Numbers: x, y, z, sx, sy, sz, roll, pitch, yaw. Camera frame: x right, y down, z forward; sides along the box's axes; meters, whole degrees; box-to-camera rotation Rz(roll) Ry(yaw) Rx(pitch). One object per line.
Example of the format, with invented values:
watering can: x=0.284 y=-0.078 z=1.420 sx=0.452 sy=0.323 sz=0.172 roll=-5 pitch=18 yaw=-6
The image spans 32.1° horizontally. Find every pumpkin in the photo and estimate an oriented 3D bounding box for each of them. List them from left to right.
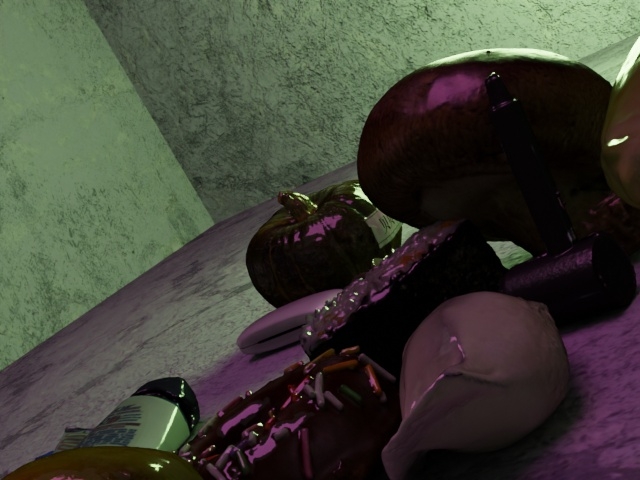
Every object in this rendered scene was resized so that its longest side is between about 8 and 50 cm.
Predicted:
pumpkin: x=-0.002 y=-0.003 z=1.709 sx=0.260 sy=0.189 sz=0.260 roll=-31 pitch=8 yaw=5

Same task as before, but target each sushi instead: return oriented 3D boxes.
sushi: x=0.092 y=0.077 z=1.149 sx=0.225 sy=0.126 sz=0.136 roll=-32 pitch=9 yaw=-3

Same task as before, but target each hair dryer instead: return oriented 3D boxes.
hair dryer: x=0.195 y=-0.037 z=1.055 sx=0.114 sy=0.248 sz=0.071 roll=-25 pitch=0 yaw=37

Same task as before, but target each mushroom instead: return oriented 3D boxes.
mushroom: x=0.205 y=-0.093 z=1.244 sx=0.345 sy=0.345 sz=0.239 roll=-19 pitch=38 yaw=53

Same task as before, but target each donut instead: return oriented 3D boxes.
donut: x=-0.042 y=0.191 z=0.971 sx=0.270 sy=0.103 sz=0.269 roll=-33 pitch=6 yaw=4

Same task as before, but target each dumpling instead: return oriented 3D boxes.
dumpling: x=0.118 y=0.119 z=0.899 sx=0.166 sy=0.126 sz=0.215 roll=-55 pitch=10 yaw=29

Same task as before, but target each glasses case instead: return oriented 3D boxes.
glasses case: x=-0.040 y=0.118 z=1.602 sx=0.193 sy=0.049 sz=0.074 roll=-25 pitch=10 yaw=34

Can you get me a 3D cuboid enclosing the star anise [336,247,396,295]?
star anise: x=0.106 y=0.054 z=1.407 sx=0.197 sy=0.073 sz=0.212 roll=-40 pitch=16 yaw=-34

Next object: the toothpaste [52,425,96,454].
toothpaste: x=-0.325 y=0.294 z=1.354 sx=0.056 sy=0.036 sz=0.205 roll=0 pitch=29 yaw=14

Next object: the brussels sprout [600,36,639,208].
brussels sprout: x=0.381 y=-0.106 z=0.865 sx=0.344 sy=0.268 sz=0.344 roll=-50 pitch=11 yaw=14

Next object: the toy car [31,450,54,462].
toy car: x=-0.361 y=0.321 z=1.442 sx=0.103 sy=0.063 sz=0.216 roll=-33 pitch=9 yaw=-20

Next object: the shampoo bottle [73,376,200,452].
shampoo bottle: x=-0.247 y=0.270 z=1.315 sx=0.134 sy=0.078 sz=0.359 roll=-16 pitch=14 yaw=25

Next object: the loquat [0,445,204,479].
loquat: x=-0.173 y=0.252 z=0.774 sx=0.246 sy=0.213 sz=0.213 roll=-28 pitch=9 yaw=16
